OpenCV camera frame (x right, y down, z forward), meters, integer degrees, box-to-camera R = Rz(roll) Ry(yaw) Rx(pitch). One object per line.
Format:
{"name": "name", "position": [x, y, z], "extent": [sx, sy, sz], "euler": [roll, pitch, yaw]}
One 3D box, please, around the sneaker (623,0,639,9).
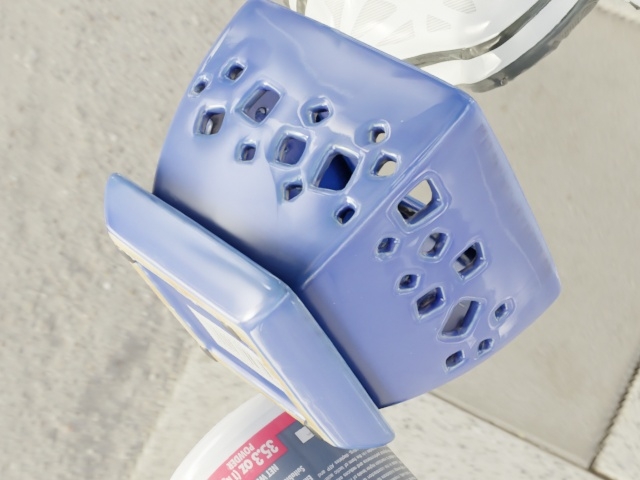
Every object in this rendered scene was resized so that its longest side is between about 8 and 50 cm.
{"name": "sneaker", "position": [0.312, -0.278, 1.460], "extent": [0.085, 0.237, 0.086], "euler": [58, 136, 51]}

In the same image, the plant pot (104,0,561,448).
{"name": "plant pot", "position": [0.000, 0.000, 1.054], "extent": [0.212, 0.236, 0.236], "euler": [-47, 49, -13]}

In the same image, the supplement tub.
{"name": "supplement tub", "position": [0.013, 0.267, 1.247], "extent": [0.191, 0.191, 0.272], "euler": [-44, 72, 3]}

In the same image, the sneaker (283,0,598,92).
{"name": "sneaker", "position": [0.072, -0.254, 1.202], "extent": [0.257, 0.447, 0.169], "euler": [41, 65, -13]}
